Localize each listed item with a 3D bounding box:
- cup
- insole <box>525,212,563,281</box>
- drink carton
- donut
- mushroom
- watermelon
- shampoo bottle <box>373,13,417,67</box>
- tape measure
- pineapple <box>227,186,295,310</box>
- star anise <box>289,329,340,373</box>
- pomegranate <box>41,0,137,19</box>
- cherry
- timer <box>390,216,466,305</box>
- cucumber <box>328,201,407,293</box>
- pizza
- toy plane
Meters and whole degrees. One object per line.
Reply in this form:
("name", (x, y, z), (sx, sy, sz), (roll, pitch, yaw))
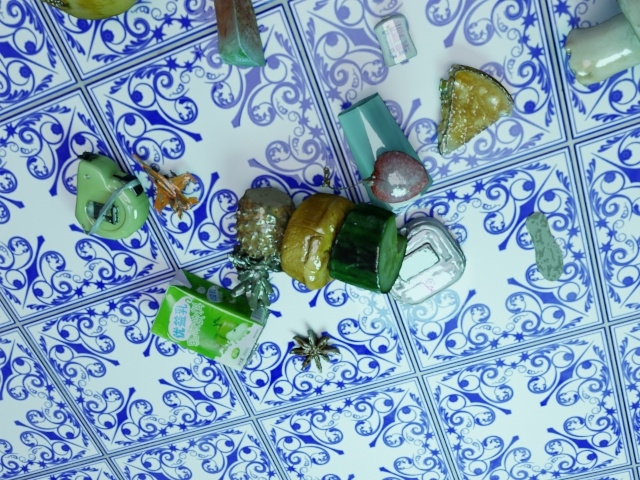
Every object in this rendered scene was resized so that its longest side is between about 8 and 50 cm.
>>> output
("cup", (0.130, -0.193, 1.154), (0.134, 0.148, 0.236), (-18, 112, 39))
("insole", (0.546, 0.017, 1.281), (0.065, 0.006, 0.194), (-23, 109, 13))
("drink carton", (-0.282, 0.209, 1.358), (0.271, 0.108, 0.161), (26, 109, -6))
("donut", (-0.001, -0.001, 1.201), (0.113, 0.226, 0.227), (21, 114, 19))
("mushroom", (0.617, -0.385, 0.974), (0.290, 0.298, 0.297), (-29, 109, 37))
("watermelon", (-0.182, -0.478, 1.064), (0.094, 0.154, 0.241), (-5, 99, 6))
("shampoo bottle", (0.154, -0.423, 1.102), (0.072, 0.043, 0.099), (-21, 109, 11))
("tape measure", (-0.499, -0.087, 1.248), (0.175, 0.106, 0.200), (20, 115, -1))
("pineapple", (-0.138, 0.028, 1.267), (0.170, 0.141, 0.310), (-1, 123, -23))
("star anise", (-0.018, 0.290, 1.410), (0.140, 0.042, 0.141), (2, 116, 4))
("pomegranate", (-0.452, -0.548, 0.989), (0.260, 0.260, 0.261), (1, 113, 3))
("cherry", (0.109, -0.136, 1.072), (0.225, 0.090, 0.107), (10, 121, 12))
("timer", (0.237, 0.055, 1.284), (0.208, 0.069, 0.191), (-36, 104, 18))
("cucumber", (0.103, 0.020, 1.163), (0.130, 0.191, 0.191), (13, 115, 23))
("pizza", (0.313, -0.273, 1.151), (0.185, 0.052, 0.195), (27, 107, -15))
("toy plane", (-0.373, -0.138, 1.252), (0.135, 0.062, 0.188), (-41, 91, 18))
